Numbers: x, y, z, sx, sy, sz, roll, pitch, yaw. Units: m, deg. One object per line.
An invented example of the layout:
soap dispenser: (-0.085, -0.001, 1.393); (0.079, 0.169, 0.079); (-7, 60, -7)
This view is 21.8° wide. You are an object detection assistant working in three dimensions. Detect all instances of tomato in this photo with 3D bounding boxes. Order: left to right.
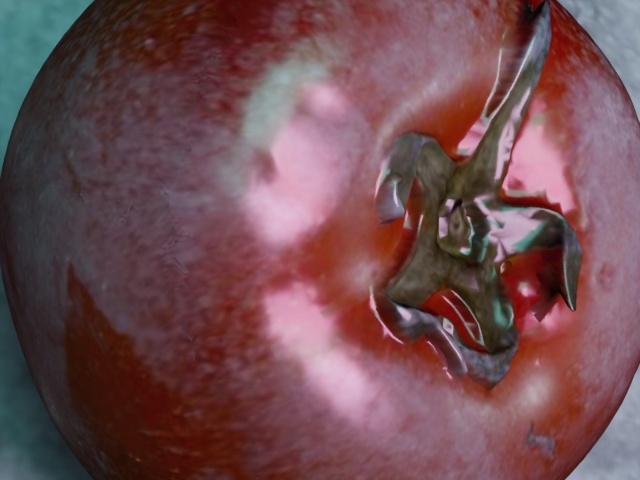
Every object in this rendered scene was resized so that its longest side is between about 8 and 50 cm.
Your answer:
tomato: (0.000, 0.000, 0.668); (0.270, 0.227, 0.270); (3, 85, -34)
